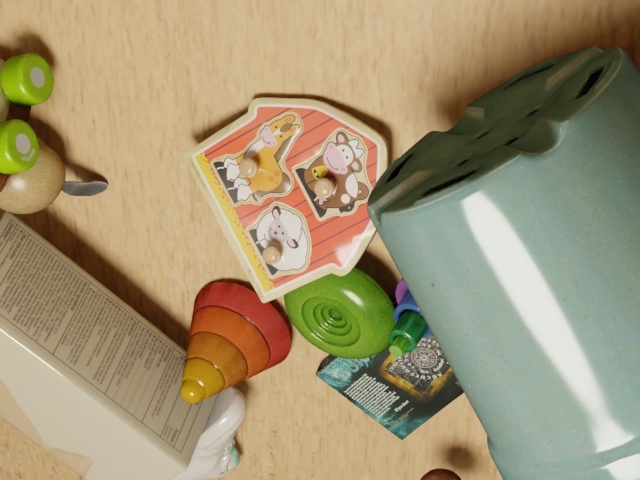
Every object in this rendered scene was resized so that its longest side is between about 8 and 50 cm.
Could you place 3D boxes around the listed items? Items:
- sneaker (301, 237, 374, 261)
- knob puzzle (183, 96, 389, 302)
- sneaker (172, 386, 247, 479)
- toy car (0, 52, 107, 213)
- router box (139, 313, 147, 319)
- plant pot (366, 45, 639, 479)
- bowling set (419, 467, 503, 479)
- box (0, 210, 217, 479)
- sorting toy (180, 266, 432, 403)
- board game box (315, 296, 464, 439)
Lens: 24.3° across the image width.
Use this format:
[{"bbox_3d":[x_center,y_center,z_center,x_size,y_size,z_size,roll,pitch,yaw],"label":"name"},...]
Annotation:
[{"bbox_3d":[0.000,0.000,1.488,0.098,0.069,0.038,13,131,13],"label":"sneaker"},{"bbox_3d":[-0.021,-0.051,1.434,0.213,0.030,0.213,4,101,20],"label":"knob puzzle"},{"bbox_3d":[-0.126,0.235,1.737,0.094,0.080,0.212,29,140,-18],"label":"sneaker"},{"bbox_3d":[-0.310,-0.089,1.534,0.155,0.149,0.188,-8,152,32],"label":"toy car"},{"bbox_3d":[-0.285,0.134,1.727,0.133,0.046,0.179,23,131,3],"label":"router box"},{"bbox_3d":[0.229,0.038,1.274,0.341,0.341,0.334,-25,107,35],"label":"plant pot"},{"bbox_3d":[0.221,0.283,1.602,0.200,0.154,0.287,42,135,12],"label":"bowling set"},{"bbox_3d":[-0.270,0.130,1.589,0.311,0.148,0.121,42,128,-17],"label":"box"},{"bbox_3d":[-0.021,0.106,1.513,0.366,0.126,0.127,-14,119,41],"label":"sorting toy"},{"bbox_3d":[0.095,0.129,1.582,0.126,0.026,0.186,38,131,-9],"label":"board game box"}]
